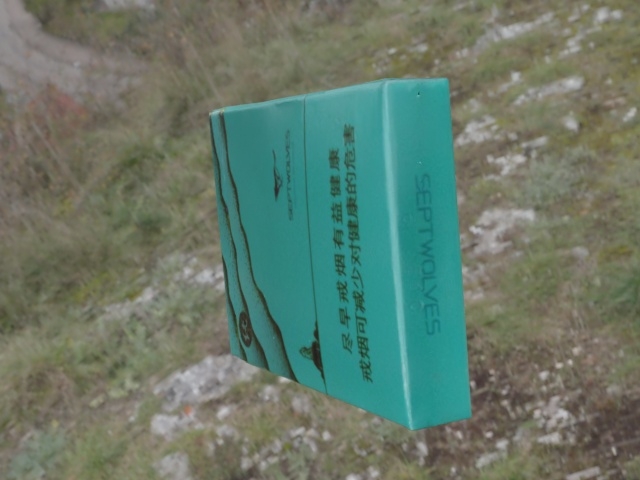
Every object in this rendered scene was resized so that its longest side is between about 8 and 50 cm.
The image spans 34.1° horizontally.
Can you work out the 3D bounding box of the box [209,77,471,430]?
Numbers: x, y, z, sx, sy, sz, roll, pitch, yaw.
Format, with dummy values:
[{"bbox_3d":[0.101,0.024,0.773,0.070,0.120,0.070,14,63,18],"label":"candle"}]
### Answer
[{"bbox_3d":[0.000,0.000,0.570,0.042,0.160,0.226,-6,5,-26],"label":"box"}]
